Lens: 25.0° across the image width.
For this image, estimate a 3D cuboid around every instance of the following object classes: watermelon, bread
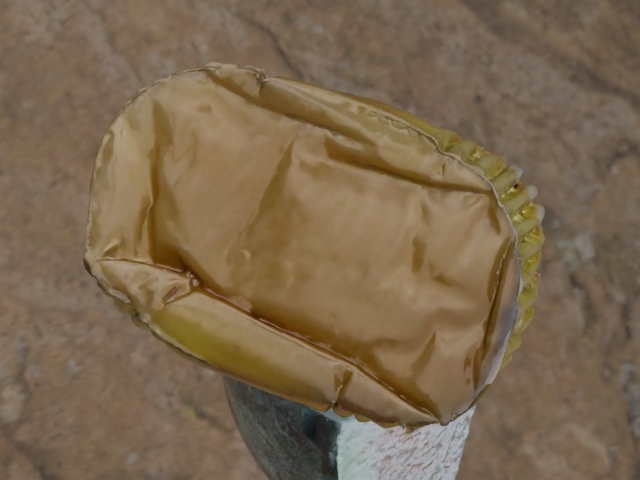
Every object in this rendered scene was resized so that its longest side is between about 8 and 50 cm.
[{"bbox_3d":[0.035,0.116,1.140,0.319,0.214,0.289,63,1,10],"label":"watermelon"},{"bbox_3d":[0.000,0.000,0.937,0.156,0.288,0.204,-20,122,-77],"label":"bread"}]
